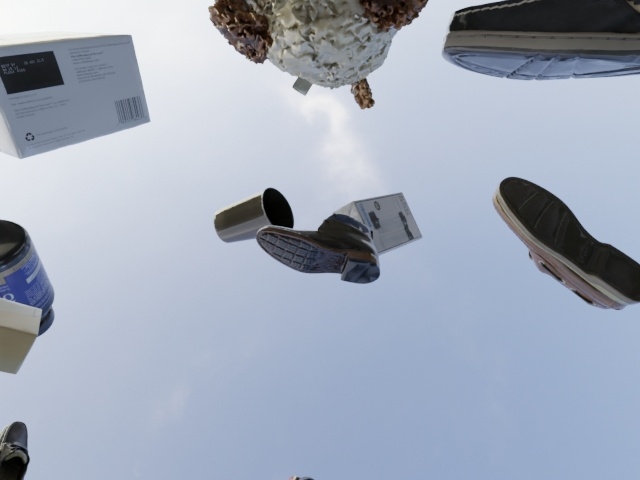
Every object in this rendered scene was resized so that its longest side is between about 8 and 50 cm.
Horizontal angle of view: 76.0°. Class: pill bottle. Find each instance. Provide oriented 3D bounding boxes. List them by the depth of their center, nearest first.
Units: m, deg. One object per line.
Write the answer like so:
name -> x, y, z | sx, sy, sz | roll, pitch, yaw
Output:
pill bottle -> -0.545, 0.079, 0.713 | 0.122, 0.219, 0.123 | 7, -137, -6

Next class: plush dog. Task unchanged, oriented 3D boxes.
plush dog -> 0.010, -0.244, 0.472 | 0.262, 0.211, 0.225 | -10, -159, 18

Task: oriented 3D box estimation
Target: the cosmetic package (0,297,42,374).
cosmetic package -> -0.307, 0.069, 0.344 | 0.060, 0.115, 0.041 | 29, -90, 54

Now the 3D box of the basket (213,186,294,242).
basket -> -0.237, -0.075, 1.408 | 0.226, 0.204, 0.154 | -13, -111, 23

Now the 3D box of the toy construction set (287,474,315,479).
toy construction set -> 0.069, 0.573, 0.807 | 0.237, 0.309, 0.257 | 3, -130, -27

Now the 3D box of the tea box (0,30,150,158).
tea box -> -0.663, -0.370, 0.980 | 0.323, 0.220, 0.329 | 20, -143, 29

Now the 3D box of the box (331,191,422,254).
box -> 0.178, -0.045, 1.230 | 0.290, 0.087, 0.169 | -14, -101, -50

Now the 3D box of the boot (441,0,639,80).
boot -> 0.320, -0.319, 0.401 | 0.377, 0.284, 0.138 | 3, -167, 19

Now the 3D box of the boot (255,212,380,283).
boot -> 0.000, 0.000, 0.723 | 0.219, 0.082, 0.106 | 19, -138, -9

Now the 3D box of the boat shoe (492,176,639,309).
boat shoe -> 0.427, 0.016, 0.748 | 0.110, 0.104, 0.307 | -41, -101, -22

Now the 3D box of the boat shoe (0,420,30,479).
boat shoe -> -0.502, 0.362, 0.670 | 0.049, 0.056, 0.152 | -40, -136, 9
